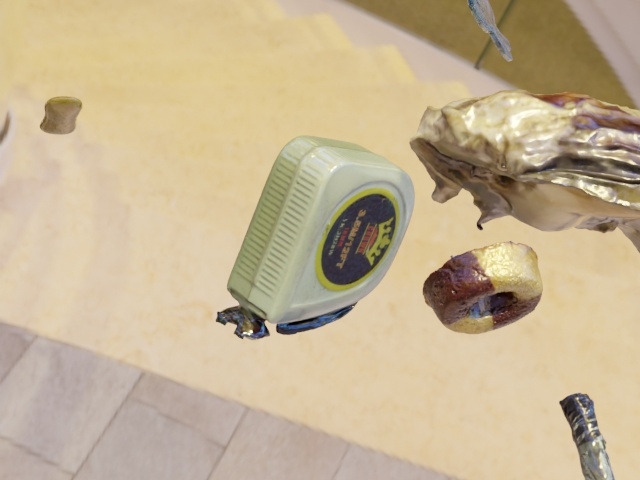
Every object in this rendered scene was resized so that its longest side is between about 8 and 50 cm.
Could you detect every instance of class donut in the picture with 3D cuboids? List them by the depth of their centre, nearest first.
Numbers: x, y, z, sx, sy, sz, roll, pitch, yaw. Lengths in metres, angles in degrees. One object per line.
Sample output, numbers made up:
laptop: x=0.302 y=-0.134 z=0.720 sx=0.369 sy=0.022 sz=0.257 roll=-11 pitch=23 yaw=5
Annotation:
donut: x=0.250 y=0.078 z=1.861 sx=0.184 sy=0.166 sz=0.073 roll=-13 pitch=51 yaw=-5

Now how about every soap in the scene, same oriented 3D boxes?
soap: x=-0.233 y=-0.111 z=1.103 sx=0.034 sy=0.089 sz=0.012 roll=0 pitch=76 yaw=-17

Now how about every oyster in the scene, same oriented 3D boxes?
oyster: x=0.233 y=-0.032 z=0.893 sx=0.271 sy=0.275 sz=0.100 roll=36 pitch=65 yaw=-49

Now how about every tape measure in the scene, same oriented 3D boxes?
tape measure: x=0.000 y=0.000 z=1.431 sx=0.115 sy=0.235 sz=0.207 roll=33 pitch=18 yaw=34

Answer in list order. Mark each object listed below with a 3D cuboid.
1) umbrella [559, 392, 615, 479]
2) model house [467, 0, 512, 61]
umbrella: x=0.367 y=0.293 z=1.642 sx=0.046 sy=0.050 sz=0.188 roll=-18 pitch=57 yaw=8
model house: x=0.281 y=-0.418 z=1.549 sx=0.340 sy=0.300 sz=0.323 roll=53 pitch=23 yaw=-33
